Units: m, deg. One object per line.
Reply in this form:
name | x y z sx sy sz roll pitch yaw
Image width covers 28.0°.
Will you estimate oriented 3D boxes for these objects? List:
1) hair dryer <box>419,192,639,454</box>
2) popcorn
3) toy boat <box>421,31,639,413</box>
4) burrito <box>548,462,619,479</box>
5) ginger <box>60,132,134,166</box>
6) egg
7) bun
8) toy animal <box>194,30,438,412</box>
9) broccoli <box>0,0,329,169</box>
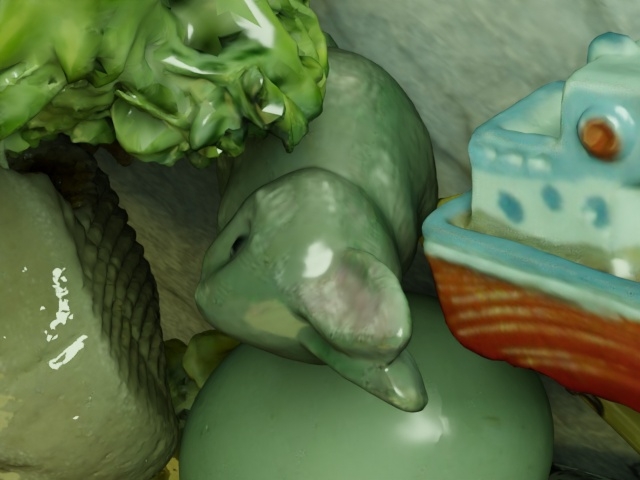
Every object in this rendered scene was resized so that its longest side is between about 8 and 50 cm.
hair dryer | 0.166 0.065 0.672 0.279 0.135 0.090 45 161 25
popcorn | -0.079 0.159 1.046 0.188 0.185 0.167 -3 163 40
toy boat | 0.199 -0.001 0.473 0.332 0.145 0.133 15 121 38
burrito | 0.165 0.224 0.954 0.139 0.101 0.445 51 154 -19
ginger | -0.169 -0.088 0.914 0.048 0.030 0.097 -13 135 24
egg | 0.024 0.137 0.842 0.203 0.203 0.283 45 139 -20
bun | -0.216 0.064 0.851 0.281 0.205 0.281 -20 -90 -85
toy animal | -0.003 -0.002 0.601 0.127 0.125 0.251 48 -163 -18
broccoli | -0.102 -0.153 0.484 0.288 0.247 0.246 -1 171 -36
